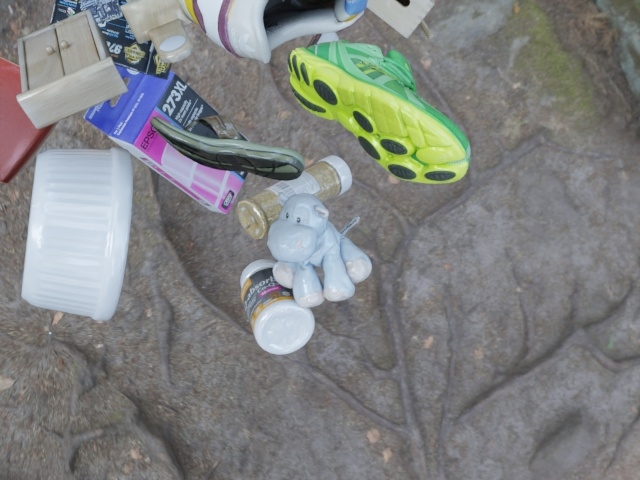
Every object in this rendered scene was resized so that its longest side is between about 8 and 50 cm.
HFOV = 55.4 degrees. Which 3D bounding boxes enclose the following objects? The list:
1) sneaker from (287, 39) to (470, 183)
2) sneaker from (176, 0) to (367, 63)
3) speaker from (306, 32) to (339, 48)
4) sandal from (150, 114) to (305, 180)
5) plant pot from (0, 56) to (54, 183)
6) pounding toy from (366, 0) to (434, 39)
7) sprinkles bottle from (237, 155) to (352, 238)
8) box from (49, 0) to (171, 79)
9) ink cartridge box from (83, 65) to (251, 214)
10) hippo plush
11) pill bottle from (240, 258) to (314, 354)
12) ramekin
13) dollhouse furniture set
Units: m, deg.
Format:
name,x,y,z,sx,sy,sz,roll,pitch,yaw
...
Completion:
name,x,y,z,sx,sy,sz,roll,pitch,yaw
sneaker,0.075,-0.176,0.727,0.124,0.109,0.295,-33,53,-17
sneaker,0.014,-0.162,0.340,0.185,0.069,0.084,-40,61,-10
speaker,-0.006,-0.363,1.203,0.055,0.055,0.136,35,49,-15
sandal,-0.170,-0.185,1.145,0.303,0.120,0.086,13,78,7
plant pot,-0.712,-0.267,1.308,0.267,0.267,0.235,24,89,-24
pounding toy,0.183,-0.496,1.234,0.181,0.094,0.206,34,35,-12
sprinkles bottle,-0.069,-0.130,1.753,0.355,0.121,0.121,-31,95,-34
box,-0.308,-0.358,0.928,0.051,0.220,0.175,-3,112,-65
ink cartridge box,-0.292,-0.218,1.276,0.371,0.069,0.175,39,71,-44
hippo plush,0.000,0.000,1.466,0.234,0.236,0.294,22,68,25
pill bottle,-0.128,0.169,1.651,0.162,0.278,0.162,-8,118,-16
ramekin,-0.371,-0.016,0.919,0.127,0.273,0.272,7,79,-26
dollhouse furniture set,-0.333,-0.326,0.650,0.303,0.173,0.355,-25,137,-7
